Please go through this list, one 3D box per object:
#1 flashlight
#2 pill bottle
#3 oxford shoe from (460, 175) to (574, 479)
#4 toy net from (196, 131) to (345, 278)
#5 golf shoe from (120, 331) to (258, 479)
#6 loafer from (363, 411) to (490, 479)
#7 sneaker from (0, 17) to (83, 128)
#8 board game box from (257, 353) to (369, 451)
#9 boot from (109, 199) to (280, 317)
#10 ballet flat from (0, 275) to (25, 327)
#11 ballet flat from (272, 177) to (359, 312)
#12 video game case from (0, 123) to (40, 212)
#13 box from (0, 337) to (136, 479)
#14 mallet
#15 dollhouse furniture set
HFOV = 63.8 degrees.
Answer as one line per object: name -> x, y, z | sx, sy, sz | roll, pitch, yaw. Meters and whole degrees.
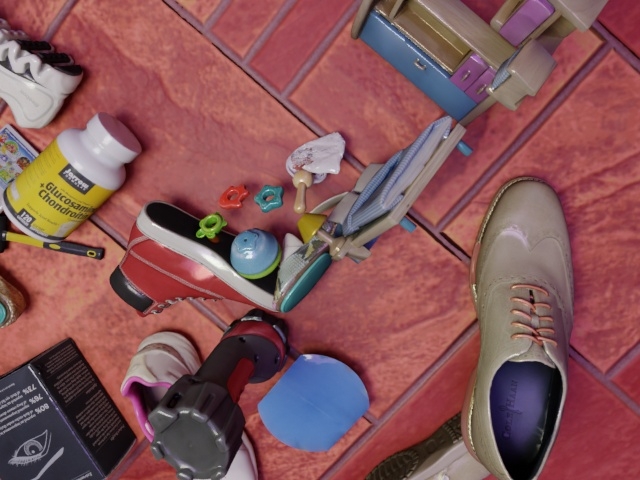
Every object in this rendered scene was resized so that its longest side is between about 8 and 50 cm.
flashlight -> -0.106, 0.179, 0.643 | 0.103, 0.304, 0.103 | 1, 102, 4
pill bottle -> -0.342, -0.090, 0.717 | 0.184, 0.103, 0.103 | -40, 95, 11
oxford shoe -> 0.267, 0.105, 0.651 | 0.140, 0.146, 0.397 | 4, 84, 5
toy net -> -0.056, -0.061, 0.705 | 0.122, 0.045, 0.232 | 33, 74, 32
golf shoe -> -0.195, 0.289, 0.756 | 0.115, 0.140, 0.306 | -29, 98, 8
loafer -> 0.163, 0.351, 0.753 | 0.268, 0.102, 0.092 | -37, 89, 10
sneaker -> -0.478, -0.265, 0.702 | 0.292, 0.110, 0.118 | 36, 110, -1
board game box -> -0.008, 0.243, 0.786 | 0.133, 0.033, 0.169 | 37, 106, -7
boot -> -0.176, 0.070, 0.752 | 0.244, 0.088, 0.176 | 29, 118, -10
ballet flat -> -0.531, 0.050, 0.778 | 0.073, 0.067, 0.206 | -41, 92, 6
ballet flat -> 0.000, 0.000, 0.711 | 0.221, 0.077, 0.079 | -45, 72, -6
video game case -> -0.472, -0.099, 0.754 | 0.087, 0.011, 0.122 | 44, 85, 2
box -> -0.415, 0.283, 0.789 | 0.153, 0.108, 0.207 | -28, 97, 9
mallet -> -0.427, 0.012, 0.780 | 0.189, 0.039, 0.062 | 18, 100, -2
dollhouse furniture set -> 0.071, -0.145, 0.553 | 0.198, 0.286, 0.303 | 38, 77, -3
